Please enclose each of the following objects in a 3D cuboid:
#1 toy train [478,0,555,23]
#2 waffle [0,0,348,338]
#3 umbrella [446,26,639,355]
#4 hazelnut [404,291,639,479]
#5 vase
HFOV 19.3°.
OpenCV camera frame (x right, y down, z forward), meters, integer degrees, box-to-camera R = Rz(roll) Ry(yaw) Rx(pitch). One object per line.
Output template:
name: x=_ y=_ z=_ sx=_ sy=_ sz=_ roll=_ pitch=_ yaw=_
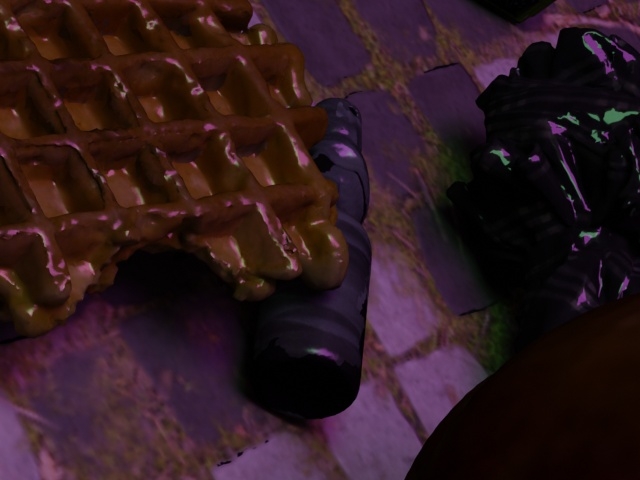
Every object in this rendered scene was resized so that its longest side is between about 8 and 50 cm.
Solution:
toy train: x=0.093 y=-0.227 z=1.321 sx=0.202 sy=0.060 sz=0.081 roll=26 pitch=50 yaw=-27
waffle: x=-0.123 y=-0.068 z=0.937 sx=0.300 sy=0.058 sz=0.282 roll=13 pitch=47 yaw=-28
umbrella: x=0.143 y=0.032 z=1.126 sx=0.128 sy=0.154 sz=0.337 roll=51 pitch=45 yaw=-56
hazelnut: x=0.231 y=0.223 z=0.839 sx=0.402 sy=0.402 sz=0.429 roll=-6 pitch=82 yaw=-48
vase: x=0.000 y=0.000 z=1.042 sx=0.060 sy=0.060 sz=0.211 roll=31 pitch=42 yaw=-24
